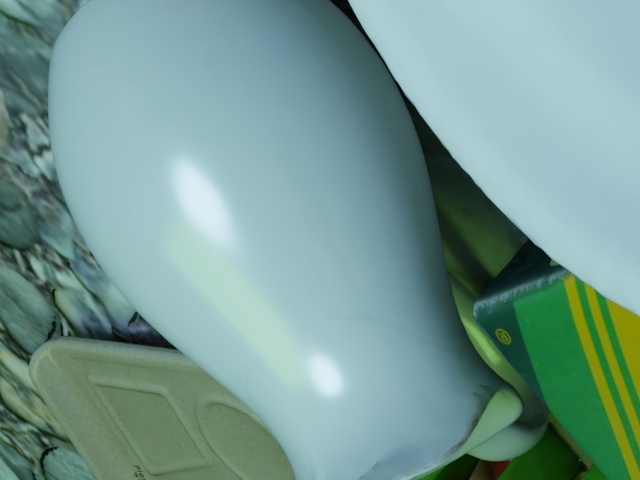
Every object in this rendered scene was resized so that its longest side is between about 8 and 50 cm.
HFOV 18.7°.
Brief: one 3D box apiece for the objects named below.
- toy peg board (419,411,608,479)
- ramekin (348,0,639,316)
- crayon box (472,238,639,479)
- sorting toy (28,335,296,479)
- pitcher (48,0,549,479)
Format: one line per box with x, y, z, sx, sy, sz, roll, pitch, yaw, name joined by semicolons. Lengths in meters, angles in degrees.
0.083;0.134;0.824;0.161;0.079;0.160;16;139;40;toy peg board
0.083;-0.131;0.373;0.277;0.135;0.277;56;162;28;ramekin
0.219;0.096;0.617;0.318;0.081;0.202;49;148;-8;crayon box
-0.035;0.125;0.999;0.208;0.038;0.193;-1;127;44;sorting toy
0.000;0.000;0.720;0.125;0.178;0.207;-37;75;23;pitcher
